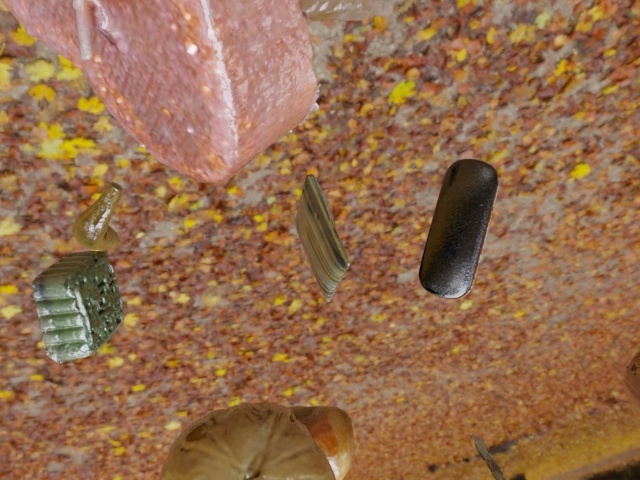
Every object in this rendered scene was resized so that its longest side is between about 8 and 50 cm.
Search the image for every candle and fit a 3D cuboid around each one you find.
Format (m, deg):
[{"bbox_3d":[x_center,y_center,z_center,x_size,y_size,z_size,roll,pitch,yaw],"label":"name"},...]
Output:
[{"bbox_3d":[-0.130,-0.192,0.442,0.131,0.317,0.287,-47,-172,-30],"label":"candle"}]

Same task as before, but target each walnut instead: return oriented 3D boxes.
[{"bbox_3d":[-0.123,0.432,1.088,0.333,0.332,0.332,-12,151,-7],"label":"walnut"}]

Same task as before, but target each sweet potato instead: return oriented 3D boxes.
[{"bbox_3d":[-0.501,-0.037,1.416,0.108,0.079,0.346,-41,178,-28],"label":"sweet potato"}]

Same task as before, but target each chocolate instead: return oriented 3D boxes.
[{"bbox_3d":[-0.002,-0.445,1.091,0.214,0.148,0.093,-11,151,-38],"label":"chocolate"}]

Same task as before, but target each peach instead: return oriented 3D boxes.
[{"bbox_3d":[-0.032,0.456,1.390,0.236,0.214,0.214,-28,155,-16],"label":"peach"}]

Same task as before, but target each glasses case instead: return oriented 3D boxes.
[{"bbox_3d":[0.258,-0.022,1.176,0.103,0.266,0.067,15,175,20],"label":"glasses case"}]

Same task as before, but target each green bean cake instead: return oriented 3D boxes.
[{"bbox_3d":[-0.459,0.123,1.224,0.094,0.181,0.173,-5,-163,9],"label":"green bean cake"}]

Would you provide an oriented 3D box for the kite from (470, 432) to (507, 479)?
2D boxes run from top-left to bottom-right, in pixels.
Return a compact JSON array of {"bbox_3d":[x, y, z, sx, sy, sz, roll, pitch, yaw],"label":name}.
[{"bbox_3d":[0.241,0.331,0.695,0.335,0.314,0.011,32,107,-35],"label":"kite"}]

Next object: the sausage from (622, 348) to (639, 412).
[{"bbox_3d":[0.374,0.177,0.609,0.086,0.086,0.289,-20,-172,7],"label":"sausage"}]

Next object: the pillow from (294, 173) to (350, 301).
[{"bbox_3d":[0.000,0.000,1.287,0.052,0.208,0.212,-16,158,-18],"label":"pillow"}]
